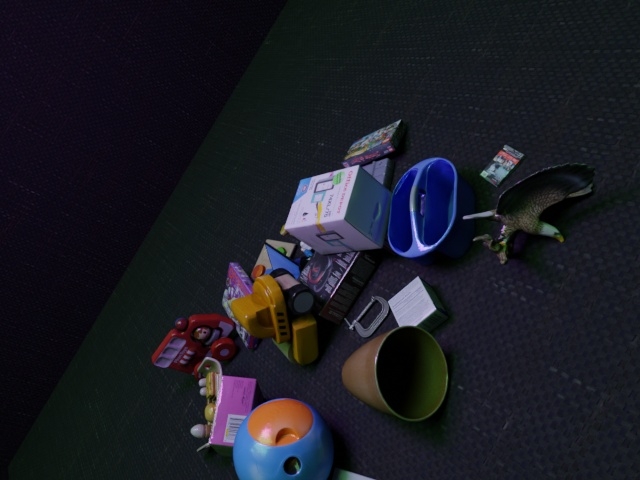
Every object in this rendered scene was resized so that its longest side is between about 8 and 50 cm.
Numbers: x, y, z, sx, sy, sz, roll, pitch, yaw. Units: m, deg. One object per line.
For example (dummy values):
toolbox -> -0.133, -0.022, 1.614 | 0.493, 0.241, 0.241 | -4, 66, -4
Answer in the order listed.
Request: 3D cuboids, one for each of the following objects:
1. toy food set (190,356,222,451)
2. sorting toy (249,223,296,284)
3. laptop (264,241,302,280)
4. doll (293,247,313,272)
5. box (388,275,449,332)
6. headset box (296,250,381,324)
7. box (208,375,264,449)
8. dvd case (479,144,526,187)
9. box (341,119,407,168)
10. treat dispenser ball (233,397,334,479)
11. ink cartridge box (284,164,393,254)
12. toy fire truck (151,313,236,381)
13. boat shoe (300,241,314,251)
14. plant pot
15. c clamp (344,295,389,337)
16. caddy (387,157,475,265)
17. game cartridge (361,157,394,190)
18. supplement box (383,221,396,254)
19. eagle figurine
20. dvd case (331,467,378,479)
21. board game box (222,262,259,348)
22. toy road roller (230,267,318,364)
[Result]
toy food set -> -0.422, 0.602, 1.956 | 0.220, 0.092, 0.306 | 128, 139, -56
sorting toy -> -0.193, 0.054, 2.237 | 0.229, 0.041, 0.307 | 7, 70, 51
laptop -> -0.173, 0.180, 2.015 | 0.234, 0.136, 0.264 | 30, 89, 46
doll -> -0.060, 0.090, 2.045 | 0.189, 0.046, 0.129 | -19, 71, 38
box -> 0.282, 0.199, 1.548 | 0.126, 0.072, 0.137 | -43, 39, 20
headset box -> 0.040, 0.133, 1.847 | 0.293, 0.110, 0.218 | -57, 36, 0
box -> -0.270, 0.588, 1.759 | 0.117, 0.243, 0.213 | 5, 59, 3
dvd case -> 0.545, -0.224, 1.600 | 0.119, 0.013, 0.087 | -50, 37, 10
box -> 0.202, -0.361, 2.028 | 0.233, 0.044, 0.159 | -18, 30, 40
treat dispenser ball -> -0.104, 0.601, 1.524 | 0.288, 0.288, 0.288 | -29, 45, 34
ink cartridge box -> 0.063, -0.090, 1.727 | 0.270, 0.197, 0.198 | -8, 56, 45
toy fire truck -> -0.498, 0.415, 2.143 | 0.302, 0.254, 0.169 | -52, 36, 14
boat shoe -> 0.000, 0.000, 2.040 | 0.184, 0.066, 0.063 | -28, 78, 28
plant pot -> 0.175, 0.364, 1.456 | 0.254, 0.237, 0.237 | -27, 44, 57
c clamp -> 0.150, 0.238, 1.717 | 0.160, 0.022, 0.137 | -49, 37, 13
caddy -> 0.327, -0.088, 1.616 | 0.241, 0.179, 0.341 | -18, 51, 40
game cartridge -> 0.112, -0.168, 2.031 | 0.355, 0.068, 0.230 | -12, 51, 45
supplement box -> 0.192, -0.036, 1.798 | 0.081, 0.104, 0.188 | -56, 36, 2
eagle figurine -> 0.542, -0.082, 1.363 | 0.298, 0.225, 0.226 | -60, 24, 15
dvd case -> 0.108, 0.722, 1.412 | 0.253, 0.022, 0.180 | -8, 58, 46
board game box -> -0.315, 0.256, 2.161 | 0.347, 0.056, 0.208 | 43, 120, 54
toy road roller -> -0.155, 0.268, 1.769 | 0.202, 0.240, 0.329 | 33, 135, 55
